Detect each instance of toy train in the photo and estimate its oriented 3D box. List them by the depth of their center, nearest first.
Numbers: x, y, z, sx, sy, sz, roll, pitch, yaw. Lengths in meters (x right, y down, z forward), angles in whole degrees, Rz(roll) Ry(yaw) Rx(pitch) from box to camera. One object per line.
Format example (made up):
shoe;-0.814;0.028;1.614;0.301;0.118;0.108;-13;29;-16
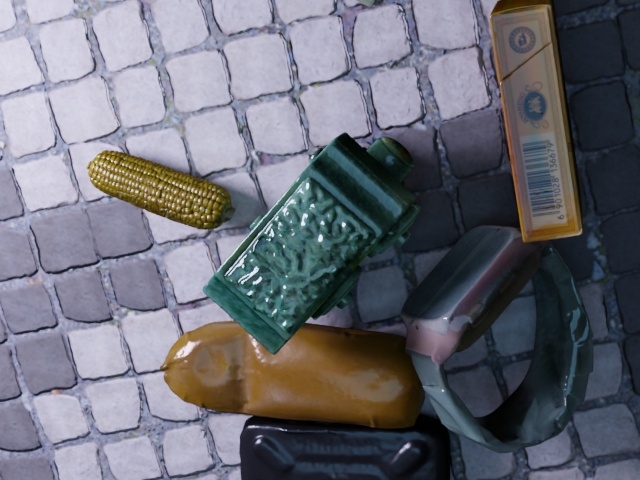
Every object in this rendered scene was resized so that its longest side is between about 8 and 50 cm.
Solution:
toy train;0.000;0.000;1.655;0.167;0.238;0.299;41;106;1

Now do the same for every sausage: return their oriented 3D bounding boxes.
sausage;-0.037;0.174;1.770;0.353;0.116;0.134;6;108;11

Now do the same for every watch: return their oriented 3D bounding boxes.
watch;0.238;0.133;1.675;0.241;0.161;0.253;44;81;-14

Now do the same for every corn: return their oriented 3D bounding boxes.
corn;-0.211;-0.066;1.763;0.207;0.068;0.068;18;107;6

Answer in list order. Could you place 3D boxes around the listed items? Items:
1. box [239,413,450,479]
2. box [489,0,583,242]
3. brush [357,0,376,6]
box;0.034;0.375;1.830;0.289;0.073;0.289;1;104;10
box;0.262;-0.153;1.600;0.076;0.174;0.274;-8;104;11
brush;-0.006;-0.349;1.674;0.178;0.030;0.033;28;98;2
